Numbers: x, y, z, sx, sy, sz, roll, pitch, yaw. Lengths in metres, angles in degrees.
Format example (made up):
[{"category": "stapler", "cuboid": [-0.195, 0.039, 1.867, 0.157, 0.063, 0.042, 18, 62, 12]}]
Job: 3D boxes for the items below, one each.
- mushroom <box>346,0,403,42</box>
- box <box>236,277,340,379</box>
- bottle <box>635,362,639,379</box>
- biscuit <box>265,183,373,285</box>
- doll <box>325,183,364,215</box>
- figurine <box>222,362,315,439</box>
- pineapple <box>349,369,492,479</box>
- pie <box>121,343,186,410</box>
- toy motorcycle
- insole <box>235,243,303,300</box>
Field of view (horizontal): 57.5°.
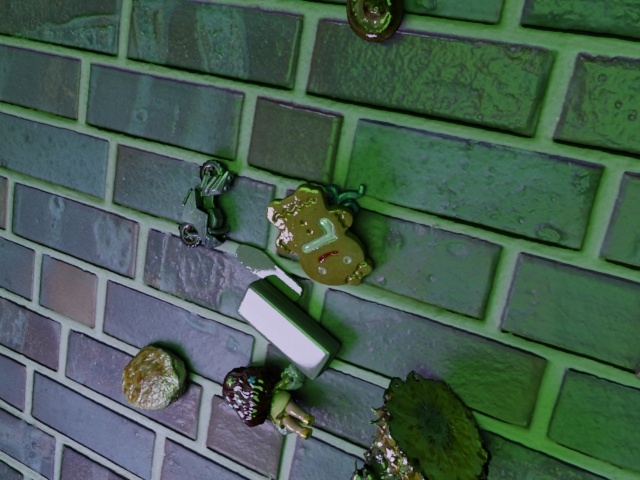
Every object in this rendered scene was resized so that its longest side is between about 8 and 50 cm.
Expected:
[{"category": "mushroom", "cuboid": [0.104, -0.437, 1.100, 0.109, 0.084, 0.126, 22, 113, 58]}, {"category": "box", "cuboid": [-0.075, 0.194, 1.294, 0.243, 0.055, 0.103, 39, 121, 16]}, {"category": "bottle", "cuboid": [0.589, 0.238, 0.987, 0.096, 0.045, 0.045, 30, 110, 17]}, {"category": "biscuit", "cuboid": [0.000, 0.002, 1.187, 0.184, 0.035, 0.249, -23, 114, 26]}, {"category": "doll", "cuboid": [0.006, -0.057, 1.216, 0.205, 0.067, 0.110, -27, 96, 15]}, {"category": "figurine", "cuboid": [-0.112, 0.360, 1.309, 0.239, 0.115, 0.175, 19, 106, 22]}, {"category": "pineapple", "cuboid": [0.157, 0.441, 1.150, 0.262, 0.262, 0.272, 45, 125, 13]}, {"category": "pie", "cuboid": [-0.420, 0.347, 1.481, 0.193, 0.079, 0.163, 0, 88, 27]}, {"category": "toy motorcycle", "cuboid": [-0.253, -0.072, 1.333, 0.122, 0.080, 0.216, 27, 104, 20]}, {"category": "insole", "cuboid": [-0.117, 0.069, 1.324, 0.192, 0.010, 0.063, 36, 112, 16]}]
